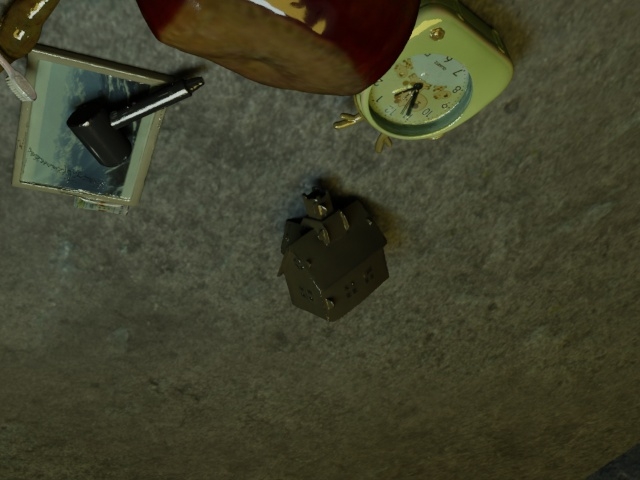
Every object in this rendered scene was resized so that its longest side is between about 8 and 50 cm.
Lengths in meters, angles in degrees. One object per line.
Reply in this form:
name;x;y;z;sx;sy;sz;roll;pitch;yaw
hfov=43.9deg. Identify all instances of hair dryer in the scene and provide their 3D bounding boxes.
hair dryer;-0.309;-0.222;1.398;0.248;0.070;0.114;-24;136;6

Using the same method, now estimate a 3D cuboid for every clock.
clock;0.164;-0.279;1.406;0.235;0.096;0.308;26;129;-35

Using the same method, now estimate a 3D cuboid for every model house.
model house;0.000;0.000;1.653;0.211;0.204;0.243;-35;125;-33

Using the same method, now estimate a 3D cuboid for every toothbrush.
toothbrush;-0.548;-0.337;1.224;0.030;0.025;0.307;-8;129;38

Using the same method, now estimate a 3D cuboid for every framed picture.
framed picture;-0.427;-0.196;1.464;0.247;0.022;0.335;10;137;-20

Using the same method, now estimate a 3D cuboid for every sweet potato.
sweet potato;-0.488;-0.329;1.269;0.274;0.067;0.067;-32;134;31

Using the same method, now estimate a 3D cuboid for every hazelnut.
hazelnut;-0.058;-0.378;1.091;0.409;0.359;0.359;24;131;-26

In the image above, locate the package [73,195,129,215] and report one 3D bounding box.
package;-0.445;-0.071;1.612;0.110;0.015;0.037;9;132;-21
